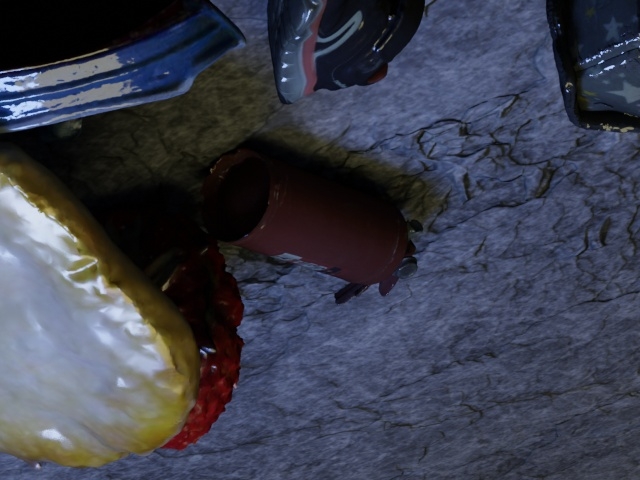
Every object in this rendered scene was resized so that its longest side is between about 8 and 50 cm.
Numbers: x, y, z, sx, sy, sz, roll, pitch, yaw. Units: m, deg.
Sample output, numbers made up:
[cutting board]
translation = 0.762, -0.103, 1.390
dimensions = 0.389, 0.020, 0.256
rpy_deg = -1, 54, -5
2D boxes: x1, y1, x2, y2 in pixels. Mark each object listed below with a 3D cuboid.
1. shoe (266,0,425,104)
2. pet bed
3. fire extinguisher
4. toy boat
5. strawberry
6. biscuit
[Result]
[shoe]
translation = 0.028, -0.215, 1.699
dimensions = 0.137, 0.114, 0.291
rpy_deg = -4, 156, -8
[pet bed]
translation = 0.275, -0.218, 1.712
dimensions = 0.159, 0.211, 0.183
rpy_deg = -22, 156, 38
[fire extinguisher]
translation = 0.000, 0.000, 2.127
dimensions = 0.147, 0.106, 0.337
rpy_deg = -41, 144, 24
[toy boat]
translation = -0.218, -0.154, 1.687
dimensions = 0.309, 0.129, 0.142
rpy_deg = -13, 144, -3
[strawberry]
translation = -0.193, 0.104, 2.089
dimensions = 0.261, 0.261, 0.257
rpy_deg = -20, 159, 14
[biscuit]
translation = -0.318, 0.065, 1.852
dimensions = 0.429, 0.104, 0.446
rpy_deg = -23, 123, 42
